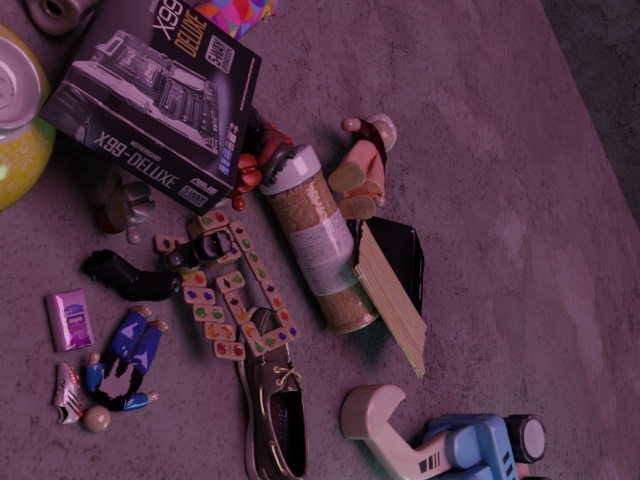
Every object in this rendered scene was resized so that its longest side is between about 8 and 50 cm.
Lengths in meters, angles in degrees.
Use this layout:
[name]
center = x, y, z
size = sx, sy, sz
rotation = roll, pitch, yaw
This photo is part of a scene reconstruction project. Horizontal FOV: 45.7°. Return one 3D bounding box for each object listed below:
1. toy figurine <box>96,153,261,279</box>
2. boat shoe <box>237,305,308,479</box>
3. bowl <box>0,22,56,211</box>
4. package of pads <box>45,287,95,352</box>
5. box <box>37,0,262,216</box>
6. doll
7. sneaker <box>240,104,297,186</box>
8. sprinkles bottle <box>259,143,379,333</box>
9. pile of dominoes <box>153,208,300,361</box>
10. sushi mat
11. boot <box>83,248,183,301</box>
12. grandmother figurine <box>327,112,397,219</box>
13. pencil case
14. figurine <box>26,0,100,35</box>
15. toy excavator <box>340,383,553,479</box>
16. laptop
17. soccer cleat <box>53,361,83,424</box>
[toy figurine]
center = -0.219, -0.067, 1.146
size = 0.213, 0.148, 0.210
rotation = 30, 63, -27
[boat shoe]
center = -0.073, 0.260, 1.295
size = 0.109, 0.091, 0.305
rotation = 8, 74, -50
[bowl]
center = -0.430, -0.170, 0.919
size = 0.289, 0.156, 0.290
rotation = 17, 67, -48
[package of pads]
center = -0.345, 0.110, 1.045
size = 0.050, 0.032, 0.083
rotation = -11, 89, -49
[box]
center = -0.214, -0.213, 1.037
size = 0.242, 0.076, 0.308
rotation = 34, 39, -25
[doll]
center = -0.281, 0.190, 1.092
size = 0.129, 0.046, 0.189
rotation = 49, 46, -30
[sneaker]
center = -0.123, -0.171, 1.267
size = 0.135, 0.276, 0.098
rotation = 39, 96, -23
[sprinkles bottle]
center = 0.000, 0.000, 1.436
size = 0.121, 0.121, 0.356
rotation = -43, 114, -48
[pile of dominoes]
center = -0.142, 0.071, 1.246
size = 0.196, 0.040, 0.251
rotation = -19, 77, -51
[sushi mat]
center = 0.141, 0.117, 1.492
size = 0.317, 0.019, 0.151
rotation = 58, 25, -31
[boot]
center = -0.271, 0.047, 1.090
size = 0.099, 0.121, 0.045
rotation = 47, 44, -41
[grandmother figurine]
center = 0.101, -0.167, 1.576
size = 0.342, 0.104, 0.208
rotation = -68, 151, -55
[pencil case]
center = -0.159, -0.410, 1.374
size = 0.104, 0.104, 0.236
rotation = 60, 42, -21
[figurine]
center = -0.318, -0.335, 1.173
size = 0.215, 0.092, 0.209
rotation = 58, 34, -22
[toy excavator]
center = 0.266, 0.468, 1.592
size = 0.445, 0.222, 0.433
rotation = -14, 89, -44
[laptop]
center = 0.145, 0.091, 1.681
size = 0.264, 0.136, 0.234
rotation = 58, 35, -63
[soccer cleat]
center = -0.344, 0.206, 1.023
size = 0.035, 0.029, 0.083
rotation = -14, 96, -56
